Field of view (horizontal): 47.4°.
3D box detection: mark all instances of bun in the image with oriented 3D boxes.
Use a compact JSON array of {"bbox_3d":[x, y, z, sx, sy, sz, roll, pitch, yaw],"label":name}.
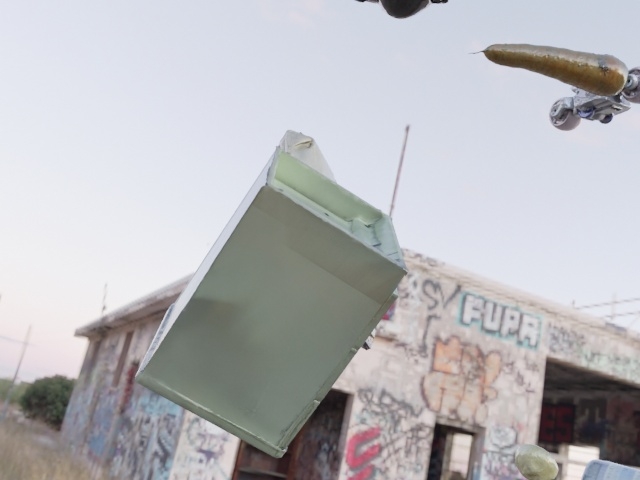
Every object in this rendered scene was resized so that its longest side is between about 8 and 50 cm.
[{"bbox_3d":[0.411,0.436,1.410,0.086,0.055,0.086,34,-29,22],"label":"bun"}]

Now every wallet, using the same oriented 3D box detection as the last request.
[{"bbox_3d":[0.003,0.001,1.025,0.068,0.275,0.335,-13,-29,17],"label":"wallet"}]

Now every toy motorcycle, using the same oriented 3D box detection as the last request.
[{"bbox_3d":[0.572,-0.299,1.489,0.112,0.113,0.254,22,-20,-25],"label":"toy motorcycle"}]

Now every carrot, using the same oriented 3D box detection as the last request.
[{"bbox_3d":[0.427,-0.333,1.372,0.298,0.078,0.078,12,-20,0],"label":"carrot"}]

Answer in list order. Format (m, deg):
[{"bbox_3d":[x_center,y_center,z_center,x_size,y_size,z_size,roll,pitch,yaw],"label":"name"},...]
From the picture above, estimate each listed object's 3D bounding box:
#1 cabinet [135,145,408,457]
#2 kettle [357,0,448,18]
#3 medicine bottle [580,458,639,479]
[{"bbox_3d":[-0.037,0.050,0.659,0.150,0.206,0.145,32,16,-10],"label":"cabinet"},{"bbox_3d":[0.182,-0.613,1.557,0.250,0.271,0.207,17,0,-9],"label":"kettle"},{"bbox_3d":[0.359,0.280,0.711,0.203,0.084,0.083,9,-18,34],"label":"medicine bottle"}]
